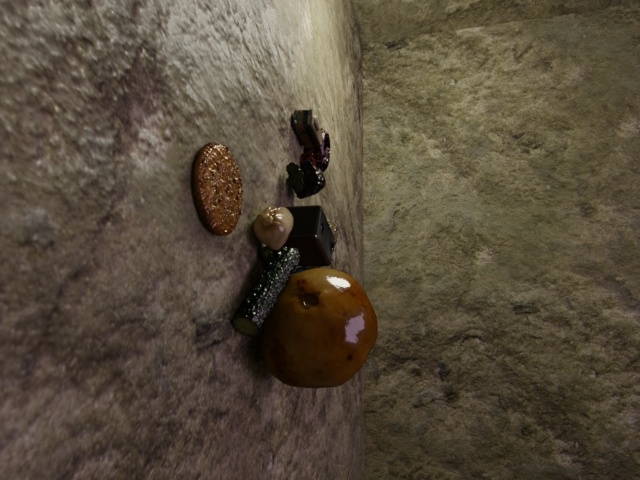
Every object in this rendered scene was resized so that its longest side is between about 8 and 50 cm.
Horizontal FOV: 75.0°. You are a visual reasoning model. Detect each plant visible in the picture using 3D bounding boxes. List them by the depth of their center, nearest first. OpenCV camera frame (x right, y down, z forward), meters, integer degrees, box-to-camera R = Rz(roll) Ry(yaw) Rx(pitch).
[{"bbox_3d":[-0.064,-0.250,1.713,0.143,0.131,0.203,59,24,4],"label":"plant"}]

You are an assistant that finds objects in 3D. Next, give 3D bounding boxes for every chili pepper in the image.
[{"bbox_3d":[-0.051,-0.330,1.964,0.169,0.064,0.088,77,-8,-61],"label":"chili pepper"}]

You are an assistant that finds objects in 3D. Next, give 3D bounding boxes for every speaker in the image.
[{"bbox_3d":[-0.056,-0.014,1.626,0.231,0.192,0.153,63,30,-58],"label":"speaker"}]

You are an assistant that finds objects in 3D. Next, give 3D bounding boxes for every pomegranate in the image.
[{"bbox_3d":[-0.014,0.302,1.423,0.416,0.415,0.418,-1,90,-76],"label":"pomegranate"}]

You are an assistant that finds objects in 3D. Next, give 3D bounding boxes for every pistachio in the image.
[{"bbox_3d":[-0.156,-0.043,1.393,0.200,0.117,0.145,-57,152,-78],"label":"pistachio"}]

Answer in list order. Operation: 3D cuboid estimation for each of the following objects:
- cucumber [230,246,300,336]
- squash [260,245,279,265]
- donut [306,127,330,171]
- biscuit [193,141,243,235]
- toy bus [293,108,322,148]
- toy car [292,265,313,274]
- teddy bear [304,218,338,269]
[{"bbox_3d":[-0.156,0.136,1.313,0.360,0.096,0.096,-63,150,-45],"label":"cucumber"},{"bbox_3d":[-0.152,0.089,1.491,0.252,0.066,0.066,68,25,-57],"label":"squash"},{"bbox_3d":[-0.006,-0.441,2.047,0.235,0.089,0.235,5,90,-79],"label":"donut"},{"bbox_3d":[-0.266,-0.136,1.125,0.254,0.035,0.254,-1,90,-76],"label":"biscuit"},{"bbox_3d":[-0.054,-0.495,1.852,0.182,0.103,0.092,56,34,-64],"label":"toy bus"},{"bbox_3d":[-0.071,0.155,1.744,0.098,0.126,0.162,-109,174,-51],"label":"toy car"},{"bbox_3d":[0.000,0.000,1.928,0.256,0.156,0.267,-74,156,-54],"label":"teddy bear"}]
